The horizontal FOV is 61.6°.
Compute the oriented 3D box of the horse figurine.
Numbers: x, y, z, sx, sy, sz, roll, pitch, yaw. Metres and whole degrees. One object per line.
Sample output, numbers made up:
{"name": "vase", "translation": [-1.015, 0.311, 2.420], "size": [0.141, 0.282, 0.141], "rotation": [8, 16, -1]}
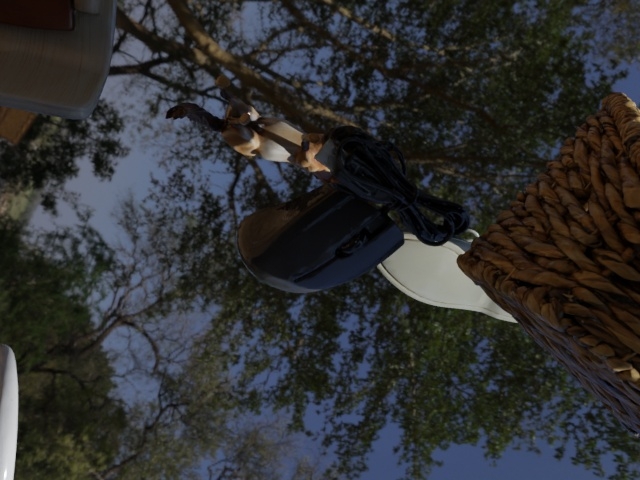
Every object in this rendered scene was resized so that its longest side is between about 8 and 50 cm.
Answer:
{"name": "horse figurine", "translation": [-0.060, -0.135, 0.704], "size": [0.174, 0.263, 0.066], "rotation": [151, -45, -79]}

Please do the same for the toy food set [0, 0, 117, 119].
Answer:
{"name": "toy food set", "translation": [-0.217, -0.233, 0.263], "size": [0.092, 0.220, 0.306], "rotation": [-105, -153, -66]}

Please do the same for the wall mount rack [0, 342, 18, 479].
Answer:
{"name": "wall mount rack", "translation": [-0.266, 0.232, 0.306], "size": [0.350, 0.130, 0.304], "rotation": [-61, -141, 29]}

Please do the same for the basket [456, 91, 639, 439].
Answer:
{"name": "basket", "translation": [0.304, 0.046, 0.420], "size": [0.223, 0.299, 0.213], "rotation": [-47, -169, 2]}

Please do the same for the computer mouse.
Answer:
{"name": "computer mouse", "translation": [0.000, 0.000, 0.574], "size": [0.272, 0.188, 0.072], "rotation": [-25, -135, 44]}

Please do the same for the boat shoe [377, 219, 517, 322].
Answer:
{"name": "boat shoe", "translation": [0.188, 0.034, 0.702], "size": [0.079, 0.255, 0.095], "rotation": [-88, -166, -58]}
